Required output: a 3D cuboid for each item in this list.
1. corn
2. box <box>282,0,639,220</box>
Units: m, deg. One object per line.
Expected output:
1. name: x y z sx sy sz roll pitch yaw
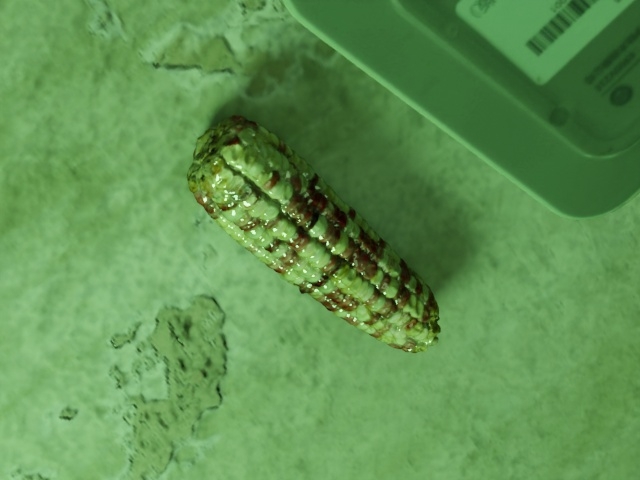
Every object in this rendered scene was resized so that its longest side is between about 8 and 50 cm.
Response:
1. corn: 0.000 0.000 1.310 0.237 0.079 0.079 39 89 -27
2. box: 0.198 -0.216 1.228 0.373 0.090 0.367 33 111 -35
